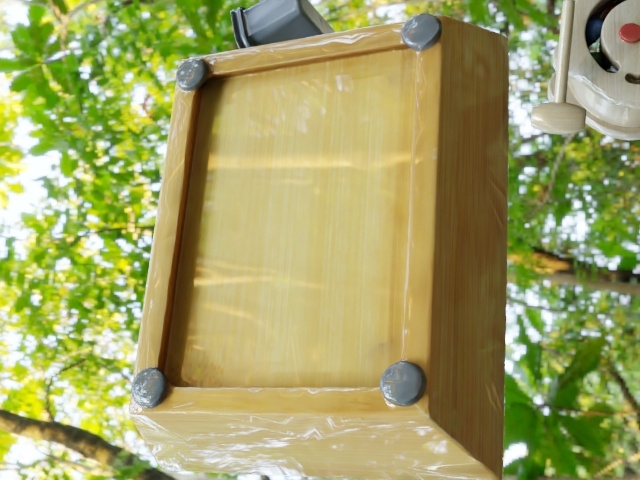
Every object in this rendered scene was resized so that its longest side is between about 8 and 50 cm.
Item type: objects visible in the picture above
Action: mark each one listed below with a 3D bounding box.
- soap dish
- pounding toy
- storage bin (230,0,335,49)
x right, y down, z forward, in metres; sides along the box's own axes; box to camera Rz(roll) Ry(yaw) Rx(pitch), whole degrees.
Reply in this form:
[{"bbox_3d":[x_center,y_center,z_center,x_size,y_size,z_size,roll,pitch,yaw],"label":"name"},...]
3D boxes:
[{"bbox_3d":[0.000,0.000,0.564,0.118,0.229,0.290,40,-130,-59],"label":"soap dish"},{"bbox_3d":[0.359,-0.227,1.044,0.154,0.154,0.269,75,-144,-61],"label":"pounding toy"},{"bbox_3d":[-0.038,-0.256,1.141,0.135,0.091,0.098,38,-148,-47],"label":"storage bin"}]
